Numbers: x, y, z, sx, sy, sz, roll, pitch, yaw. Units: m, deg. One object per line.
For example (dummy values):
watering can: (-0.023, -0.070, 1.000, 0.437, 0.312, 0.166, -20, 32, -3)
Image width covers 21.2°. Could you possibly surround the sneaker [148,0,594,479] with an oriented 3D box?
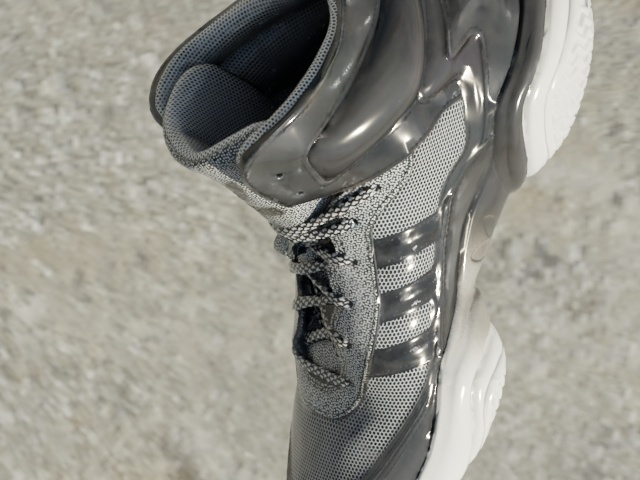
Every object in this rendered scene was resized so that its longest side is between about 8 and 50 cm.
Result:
sneaker: (0.000, 0.000, 0.666, 0.153, 0.101, 0.269, 7, 106, -37)
